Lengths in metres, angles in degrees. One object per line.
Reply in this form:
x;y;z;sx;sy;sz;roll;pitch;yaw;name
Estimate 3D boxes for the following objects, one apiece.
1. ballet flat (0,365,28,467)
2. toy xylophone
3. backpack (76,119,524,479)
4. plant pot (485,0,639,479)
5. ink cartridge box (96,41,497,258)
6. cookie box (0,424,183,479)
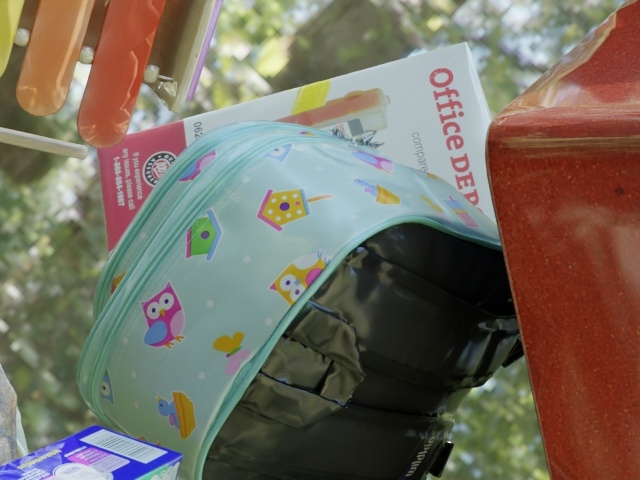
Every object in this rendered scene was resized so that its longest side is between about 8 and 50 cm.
-0.305;0.197;1.522;0.106;0.107;0.316;49;14;-32;ballet flat
-0.239;-0.171;1.310;0.322;0.236;0.081;7;21;-9;toy xylophone
-0.011;0.033;0.725;0.144;0.166;0.188;40;11;22;backpack
0.242;0.029;0.717;0.235;0.267;0.267;-6;-72;28;plant pot
0.000;0.000;1.658;0.160;0.384;0.279;69;8;-52;ink cartridge box
-0.093;0.128;0.604;0.040;0.107;0.092;17;10;15;cookie box
